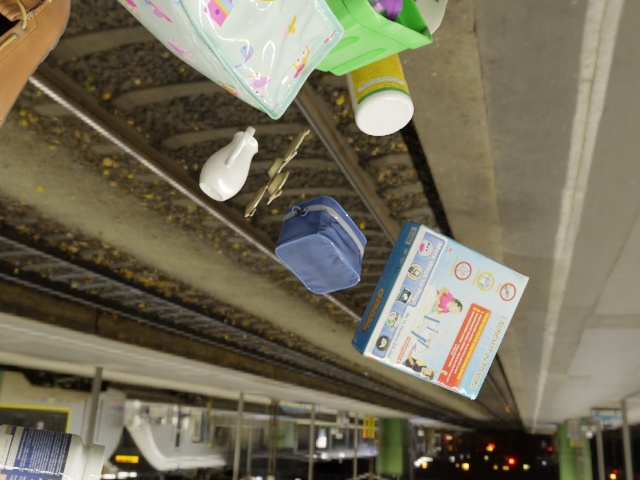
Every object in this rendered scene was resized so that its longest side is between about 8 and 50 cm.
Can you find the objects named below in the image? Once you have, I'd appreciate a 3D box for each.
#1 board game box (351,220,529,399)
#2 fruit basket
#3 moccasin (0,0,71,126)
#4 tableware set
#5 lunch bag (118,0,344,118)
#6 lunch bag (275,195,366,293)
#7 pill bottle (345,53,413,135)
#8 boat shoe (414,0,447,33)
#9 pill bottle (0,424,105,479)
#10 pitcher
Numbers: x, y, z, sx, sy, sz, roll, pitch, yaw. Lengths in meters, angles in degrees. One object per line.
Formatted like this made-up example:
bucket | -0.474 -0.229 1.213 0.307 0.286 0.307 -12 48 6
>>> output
board game box | 0.268 0.157 1.475 0.301 0.308 0.086 25 180 -19
fruit basket | 0.057 -0.476 0.966 0.391 0.393 0.283 -7 180 31
moccasin | -0.518 -0.345 1.053 0.139 0.380 0.147 5 148 22
tableware set | -0.074 -0.112 1.132 0.020 0.169 0.141 34 151 -15
lunch bag | -0.129 -0.280 0.682 0.223 0.160 0.262 40 -177 30
lunch bag | 0.000 0.000 0.688 0.067 0.065 0.098 -16 131 29
pill bottle | 0.111 -0.327 1.339 0.117 0.209 0.118 -7 149 -4
boat shoe | 0.241 -0.531 1.531 0.079 0.228 0.081 34 153 -11
pill bottle | -0.315 0.254 0.762 0.120 0.067 0.067 14 161 -19
pitcher | -0.259 -0.229 1.917 0.125 0.207 0.178 33 160 -2
